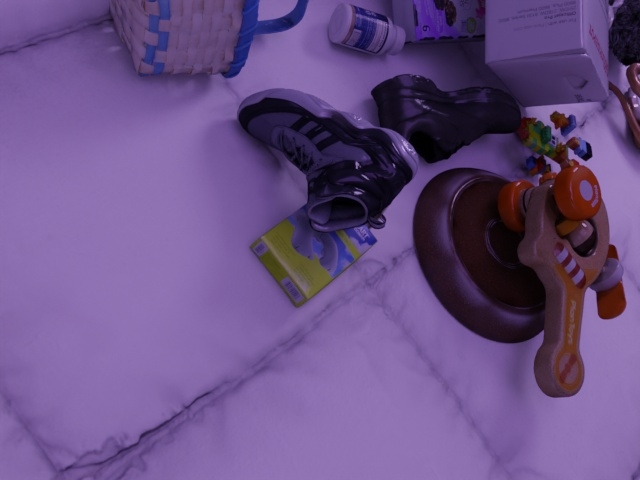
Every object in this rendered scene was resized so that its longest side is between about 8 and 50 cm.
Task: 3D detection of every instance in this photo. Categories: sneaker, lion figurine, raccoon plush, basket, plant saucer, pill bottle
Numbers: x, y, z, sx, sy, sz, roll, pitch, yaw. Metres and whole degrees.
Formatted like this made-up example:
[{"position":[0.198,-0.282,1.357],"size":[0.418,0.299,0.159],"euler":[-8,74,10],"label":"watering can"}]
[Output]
[{"position":[0.214,-0.190,1.219],"size":[0.286,0.109,0.130],"euler":[1,78,-24],"label":"sneaker"},{"position":[0.772,-0.230,1.556],"size":[0.392,0.142,0.240],"euler":[2,74,-10],"label":"lion figurine"},{"position":[-0.011,-0.106,0.990],"size":[0.268,0.101,0.153],"euler":[21,56,9],"label":"sneaker"},{"position":[0.589,-0.547,1.599],"size":[0.299,0.216,0.446],"euler":[17,30,-8],"label":"raccoon plush"},{"position":[-0.126,-0.346,0.975],"size":[0.289,0.255,0.201],"euler":[-13,73,-23],"label":"basket"},{"position":[0.291,0.011,1.195],"size":[0.310,0.050,0.311],"euler":[14,61,-26],"label":"plant saucer"},{"position":[0.079,-0.347,1.216],"size":[0.120,0.067,0.067],"euler":[9,64,-28],"label":"pill bottle"}]

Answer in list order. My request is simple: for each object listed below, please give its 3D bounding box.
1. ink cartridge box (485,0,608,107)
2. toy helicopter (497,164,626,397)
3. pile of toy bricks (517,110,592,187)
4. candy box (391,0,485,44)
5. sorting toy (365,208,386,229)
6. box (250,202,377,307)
[{"position":[0.401,-0.461,1.272],"size":[0.285,0.166,0.395],"euler":[12,78,-60],"label":"ink cartridge box"},{"position":[0.394,0.072,1.144],"size":[0.235,0.140,0.355],"euler":[23,68,-31],"label":"toy helicopter"},{"position":[0.395,-0.168,1.290],"size":[0.105,0.118,0.212],"euler":[27,47,-18],"label":"pile of toy bricks"},{"position":[0.224,-0.436,1.292],"size":[0.196,0.070,0.165],"euler":[-11,100,-26],"label":"candy box"},{"position":[0.075,-0.069,1.081],"size":[0.045,0.075,0.083],"euler":[-38,91,-37],"label":"sorting toy"},{"position":[0.000,0.000,1.025],"size":[0.178,0.042,0.109],"euler":[-39,91,-37],"label":"box"}]
